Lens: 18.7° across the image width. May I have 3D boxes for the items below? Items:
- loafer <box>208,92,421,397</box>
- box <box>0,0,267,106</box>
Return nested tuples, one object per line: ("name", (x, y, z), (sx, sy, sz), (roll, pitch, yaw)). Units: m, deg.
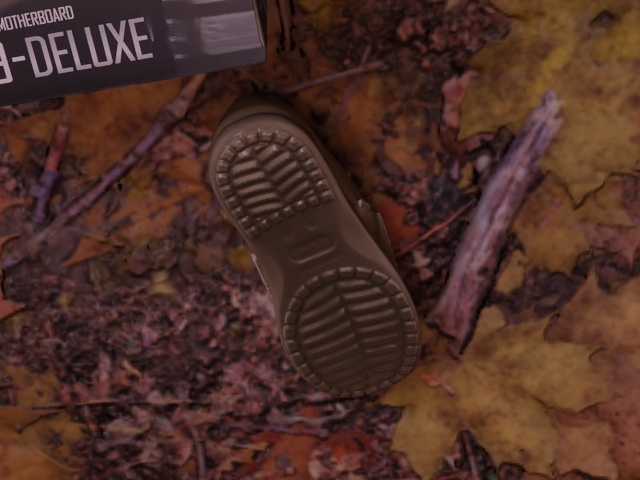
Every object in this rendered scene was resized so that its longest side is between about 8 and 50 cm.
("loafer", (0.000, 0.000, 1.346), (0.102, 0.092, 0.268), (-16, 129, 8))
("box", (-0.154, -0.176, 1.142), (0.242, 0.307, 0.076), (-9, 119, 4))
